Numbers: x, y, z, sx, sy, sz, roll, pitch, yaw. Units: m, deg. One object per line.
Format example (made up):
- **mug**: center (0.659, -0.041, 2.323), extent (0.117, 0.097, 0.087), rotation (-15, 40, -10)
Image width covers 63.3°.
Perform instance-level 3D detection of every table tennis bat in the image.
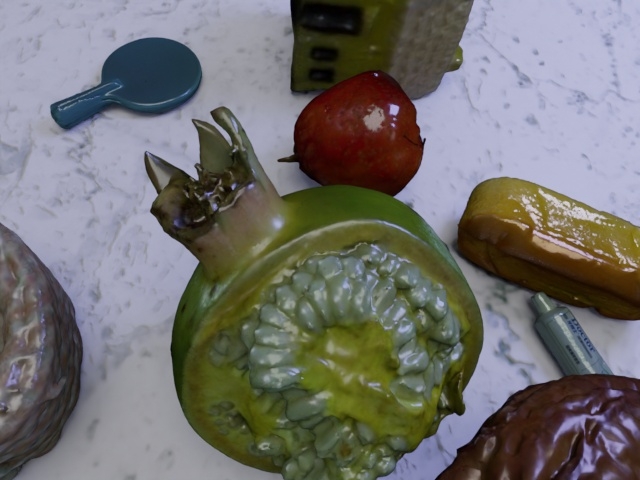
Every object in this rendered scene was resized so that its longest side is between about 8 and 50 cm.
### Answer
- **table tennis bat**: center (-0.249, -0.201, 0.670), extent (0.201, 0.033, 0.124), rotation (-35, 72, -21)

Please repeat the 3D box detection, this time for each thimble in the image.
- **thimble**: center (-0.323, 0.096, 0.467), extent (0.229, 0.148, 0.196), rotation (43, 67, 11)

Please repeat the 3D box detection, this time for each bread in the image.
- **bread**: center (0.275, 0.015, 0.588), extent (0.245, 0.102, 0.094), rotation (23, 59, 3)

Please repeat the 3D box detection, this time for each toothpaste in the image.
- **toothpaste**: center (0.296, 0.152, 0.561), extent (0.064, 0.041, 0.218), rotation (-23, 74, -21)

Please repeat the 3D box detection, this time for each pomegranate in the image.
- **pomegranate**: center (-0.015, 0.051, 0.438), extent (0.260, 0.260, 0.341), rotation (-39, 112, -20)

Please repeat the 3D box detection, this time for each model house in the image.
- **model house**: center (0.080, -0.295, 0.657), extent (0.234, 0.193, 0.175), rotation (4, 63, -4)

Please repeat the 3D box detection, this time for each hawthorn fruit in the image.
- **hawthorn fruit**: center (0.033, -0.112, 0.599), extent (0.171, 0.148, 0.148), rotation (-12, 67, -2)

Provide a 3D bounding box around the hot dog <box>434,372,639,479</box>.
- **hot dog**: center (0.227, 0.246, 0.378), extent (0.387, 0.174, 0.267), rotation (21, 106, -10)
